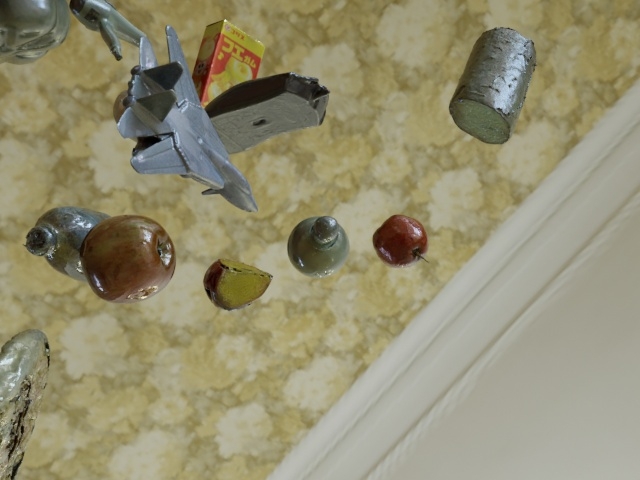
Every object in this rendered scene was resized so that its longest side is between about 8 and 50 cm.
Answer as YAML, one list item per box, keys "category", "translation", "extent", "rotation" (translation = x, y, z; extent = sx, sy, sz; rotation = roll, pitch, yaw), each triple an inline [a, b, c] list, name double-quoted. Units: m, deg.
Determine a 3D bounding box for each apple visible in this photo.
- category: "apple"
  translation: [-0.398, 0.038, 1.847]
  extent: [0.174, 0.188, 0.188]
  rotation: [-14, -135, 18]

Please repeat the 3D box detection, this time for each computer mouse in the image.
- category: "computer mouse"
  translation: [-0.104, -0.228, 1.493]
  extent: [0.264, 0.147, 0.088]
  rotation: [-12, -112, 21]

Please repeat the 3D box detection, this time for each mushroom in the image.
- category: "mushroom"
  translation: [-0.414, -0.297, 2.112]
  extent: [0.127, 0.166, 0.166]
  rotation: [-58, -149, 16]

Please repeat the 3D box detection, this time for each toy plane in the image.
- category: "toy plane"
  translation: [-0.156, -0.107, 1.071]
  extent: [0.088, 0.267, 0.212]
  rotation: [-6, -124, 19]

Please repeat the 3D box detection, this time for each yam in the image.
- category: "yam"
  translation: [0.409, -0.361, 2.103]
  extent: [0.168, 0.168, 0.304]
  rotation: [-15, -143, 41]

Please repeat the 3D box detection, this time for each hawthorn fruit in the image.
- category: "hawthorn fruit"
  translation: [0.181, 0.002, 1.968]
  extent: [0.125, 0.125, 0.140]
  rotation: [-53, -168, -4]

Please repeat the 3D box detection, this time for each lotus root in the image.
- category: "lotus root"
  translation: [-0.536, 0.005, 2.006]
  extent: [0.175, 0.349, 0.174]
  rotation: [-4, -104, 16]

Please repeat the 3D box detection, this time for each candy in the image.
- category: "candy"
  translation: [-0.240, -0.384, 2.170]
  extent: [0.088, 0.146, 0.276]
  rotation: [-2, -110, 48]

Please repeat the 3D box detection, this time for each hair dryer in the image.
- category: "hair dryer"
  translation: [-0.502, -0.516, 2.224]
  extent: [0.088, 0.219, 0.225]
  rotation: [-45, -108, 19]

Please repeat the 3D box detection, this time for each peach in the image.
- category: "peach"
  translation: [-0.211, 0.100, 2.176]
  extent: [0.172, 0.127, 0.092]
  rotation: [-16, -158, -33]

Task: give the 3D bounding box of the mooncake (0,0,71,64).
- category: "mooncake"
  translation: [-0.591, -0.400, 1.616]
  extent: [0.275, 0.275, 0.135]
  rotation: [-11, -88, 44]

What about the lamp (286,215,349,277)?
- category: "lamp"
  translation: [0.000, 0.000, 1.241]
  extent: [0.091, 0.091, 0.163]
  rotation: [-60, 177, -14]

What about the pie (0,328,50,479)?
- category: "pie"
  translation: [-0.509, 0.294, 1.417]
  extent: [0.339, 0.077, 0.339]
  rotation: [19, 90, -90]
